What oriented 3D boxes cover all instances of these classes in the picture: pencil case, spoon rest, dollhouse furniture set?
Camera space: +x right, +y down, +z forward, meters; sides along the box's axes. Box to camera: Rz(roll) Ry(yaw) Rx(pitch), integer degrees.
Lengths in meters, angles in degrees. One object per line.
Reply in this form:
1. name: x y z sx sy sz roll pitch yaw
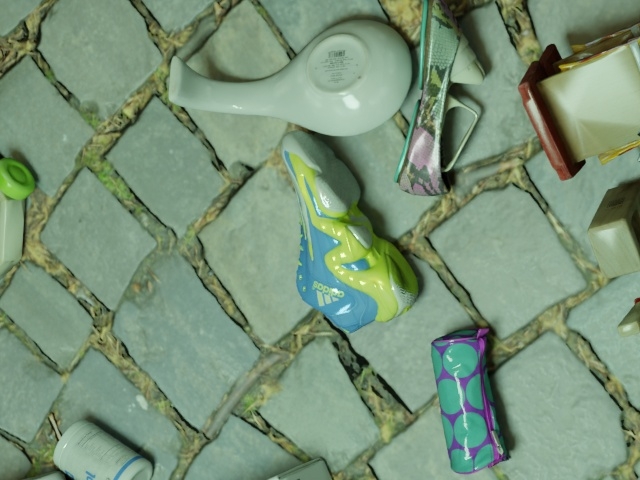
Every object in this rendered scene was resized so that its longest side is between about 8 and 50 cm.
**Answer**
1. pencil case: 0.162 0.173 1.719 0.070 0.064 0.151 -11 90 43
2. spoon rest: -0.029 -0.179 1.779 0.276 0.084 0.137 -1 74 19
3. dollhouse furniture set: 0.366 -0.047 1.572 0.201 0.152 0.374 -20 103 27

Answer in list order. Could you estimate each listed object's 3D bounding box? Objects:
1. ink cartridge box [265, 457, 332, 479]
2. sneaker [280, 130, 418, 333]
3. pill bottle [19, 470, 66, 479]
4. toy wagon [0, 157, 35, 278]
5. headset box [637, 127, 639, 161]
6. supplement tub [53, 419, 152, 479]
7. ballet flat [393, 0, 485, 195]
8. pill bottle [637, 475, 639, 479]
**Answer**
1. ink cartridge box: -0.088 0.399 1.839 0.278 0.117 0.201 -28 82 27
2. sneaker: 0.000 0.000 1.772 0.126 0.091 0.240 -37 79 26
3. pill bottle: -0.350 0.402 1.974 0.118 0.117 0.208 -17 87 27
4. toy wagon: -0.517 -0.082 2.044 0.267 0.068 0.344 -41 76 24
5. headset box: 0.334 -0.092 1.458 0.083 0.032 0.062 22 117 10
6. supplement tub: -0.266 0.275 1.946 0.107 0.071 0.071 29 107 22
7. ballet flat: 0.133 -0.153 1.707 0.079 0.077 0.221 10 105 8
8. pill bottle: 0.327 0.356 1.620 0.121 0.121 0.221 28 107 22
